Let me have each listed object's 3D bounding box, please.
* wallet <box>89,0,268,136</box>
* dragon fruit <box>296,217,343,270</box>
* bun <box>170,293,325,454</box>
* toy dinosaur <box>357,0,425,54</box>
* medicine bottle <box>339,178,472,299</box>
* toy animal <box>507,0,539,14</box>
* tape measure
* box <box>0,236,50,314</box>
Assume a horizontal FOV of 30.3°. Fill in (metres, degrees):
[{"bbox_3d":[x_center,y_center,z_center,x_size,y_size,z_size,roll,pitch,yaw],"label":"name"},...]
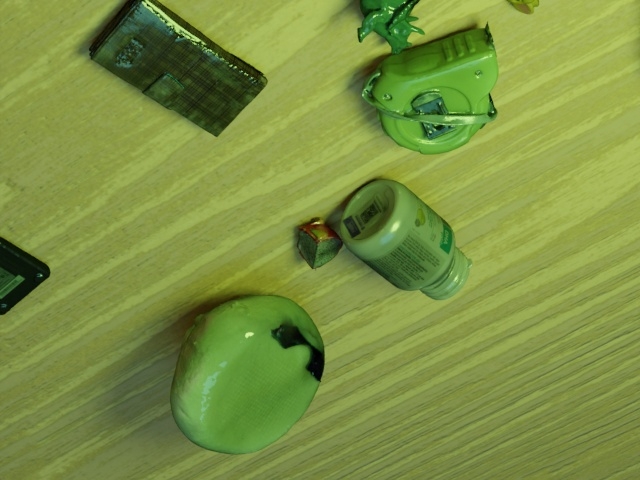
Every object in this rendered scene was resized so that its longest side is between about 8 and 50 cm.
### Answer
[{"bbox_3d":[-0.196,-0.243,1.650,0.230,0.042,0.124,31,117,-34],"label":"wallet"},{"bbox_3d":[0.000,0.000,1.912,0.060,0.056,0.083,-23,145,-22],"label":"dragon fruit"},{"bbox_3d":[-0.142,0.208,1.990,0.293,0.187,0.293,-20,127,-29],"label":"bun"},{"bbox_3d":[0.065,-0.362,1.574,0.120,0.079,0.292,-29,134,7],"label":"toy dinosaur"},{"bbox_3d":[0.143,0.008,1.892,0.135,0.135,0.215,-37,129,21],"label":"medicine bottle"},{"bbox_3d":[0.271,-0.364,1.624,0.083,0.070,0.159,-33,135,16],"label":"toy animal"},{"bbox_3d":[0.166,-0.207,1.717,0.200,0.106,0.175,-16,130,5],"label":"tape measure"},{"bbox_3d":[-0.512,0.055,1.872,0.126,0.027,0.125,-37,129,21],"label":"box"}]
